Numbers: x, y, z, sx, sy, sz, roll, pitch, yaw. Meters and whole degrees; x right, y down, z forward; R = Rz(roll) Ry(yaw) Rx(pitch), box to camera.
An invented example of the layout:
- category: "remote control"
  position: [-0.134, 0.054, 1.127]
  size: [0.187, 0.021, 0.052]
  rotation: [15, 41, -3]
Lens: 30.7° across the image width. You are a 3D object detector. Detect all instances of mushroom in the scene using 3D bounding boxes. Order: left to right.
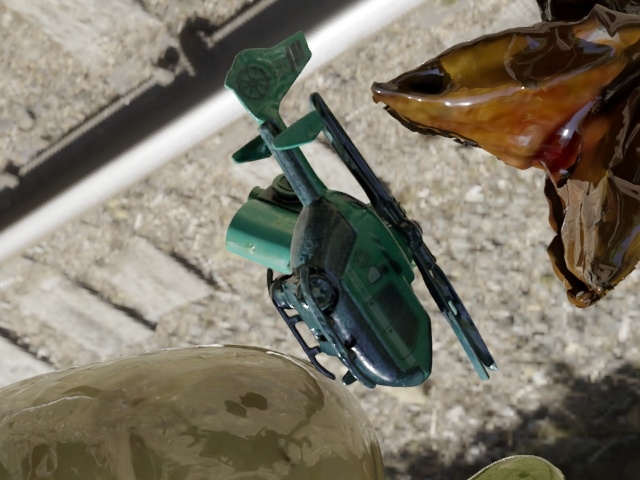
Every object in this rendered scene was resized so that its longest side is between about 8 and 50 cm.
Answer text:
- category: "mushroom"
  position: [-0.131, 0.215, 0.794]
  size: [0.353, 0.353, 0.325]
  rotation: [1, 143, 12]

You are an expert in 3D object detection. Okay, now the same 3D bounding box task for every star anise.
- category: "star anise"
  position: [0.194, -0.039, 0.657]
  size: [0.346, 0.237, 0.148]
  rotation: [26, 145, -29]

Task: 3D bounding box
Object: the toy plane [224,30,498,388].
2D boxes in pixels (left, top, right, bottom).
- category: "toy plane"
  position: [0.012, 0.000, 0.650]
  size: [0.235, 0.096, 0.060]
  rotation: [58, 161, -10]

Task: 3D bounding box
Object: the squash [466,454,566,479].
- category: "squash"
  position: [0.097, 0.254, 0.971]
  size: [0.250, 0.083, 0.083]
  rotation: [-23, 143, -11]

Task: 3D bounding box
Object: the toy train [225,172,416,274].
- category: "toy train"
  position: [0.000, 0.000, 1.485]
  size: [0.248, 0.159, 0.101]
  rotation: [19, 129, 20]
